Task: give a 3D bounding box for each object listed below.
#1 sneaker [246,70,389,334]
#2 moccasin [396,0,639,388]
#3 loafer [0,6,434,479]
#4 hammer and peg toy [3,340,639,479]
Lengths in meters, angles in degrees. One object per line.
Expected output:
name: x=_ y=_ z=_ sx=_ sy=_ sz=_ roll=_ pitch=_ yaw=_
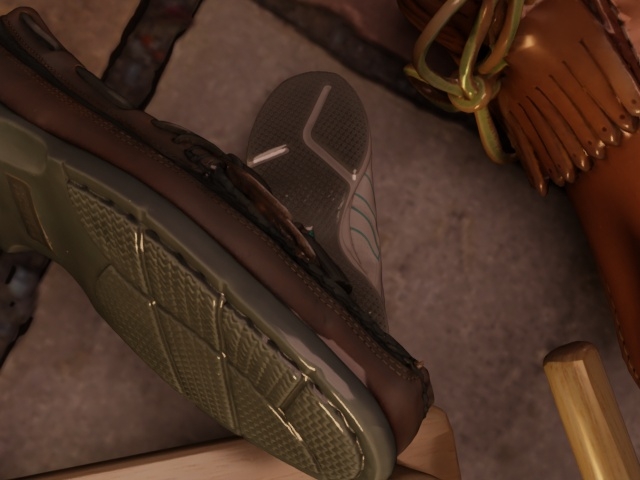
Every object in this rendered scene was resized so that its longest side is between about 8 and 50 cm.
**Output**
sneaker: x=0.000 y=0.000 z=0.529 sx=0.054 sy=0.061 sz=0.152 roll=-6 pitch=68 yaw=4
moccasin: x=0.084 y=-0.115 z=0.506 sx=0.147 sy=0.139 sz=0.380 roll=-18 pitch=91 yaw=-11
loafer: x=-0.059 y=-0.018 z=0.444 sx=0.267 sy=0.096 sz=0.084 roll=33 pitch=57 yaw=27
hammer and peg toy: x=0.000 y=0.192 z=0.480 sx=0.361 sy=0.127 sz=0.266 roll=-10 pitch=88 yaw=-13
